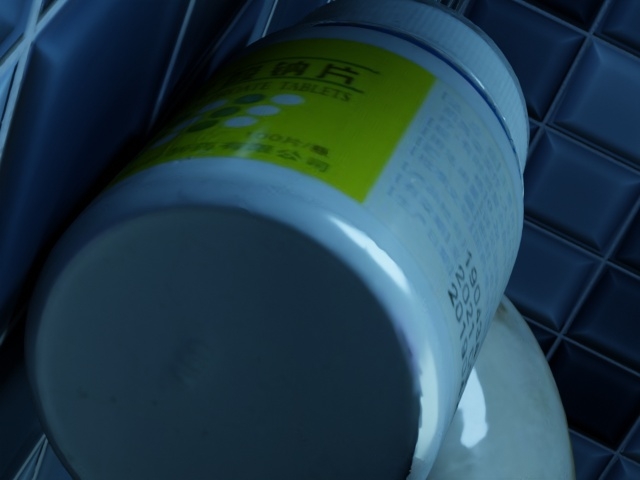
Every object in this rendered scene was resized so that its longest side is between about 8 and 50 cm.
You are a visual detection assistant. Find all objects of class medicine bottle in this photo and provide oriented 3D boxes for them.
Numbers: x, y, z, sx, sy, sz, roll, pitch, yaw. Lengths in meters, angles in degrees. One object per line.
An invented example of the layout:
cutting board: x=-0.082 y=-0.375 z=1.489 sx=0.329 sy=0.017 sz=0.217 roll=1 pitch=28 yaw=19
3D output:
medicine bottle: x=0.000 y=0.000 z=0.730 sx=0.143 sy=0.143 sz=0.258 roll=-65 pitch=176 yaw=25

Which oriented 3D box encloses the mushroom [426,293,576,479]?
mushroom: x=-0.007 y=0.139 z=1.196 sx=0.290 sy=0.297 sz=0.297 roll=-14 pitch=143 yaw=-35
